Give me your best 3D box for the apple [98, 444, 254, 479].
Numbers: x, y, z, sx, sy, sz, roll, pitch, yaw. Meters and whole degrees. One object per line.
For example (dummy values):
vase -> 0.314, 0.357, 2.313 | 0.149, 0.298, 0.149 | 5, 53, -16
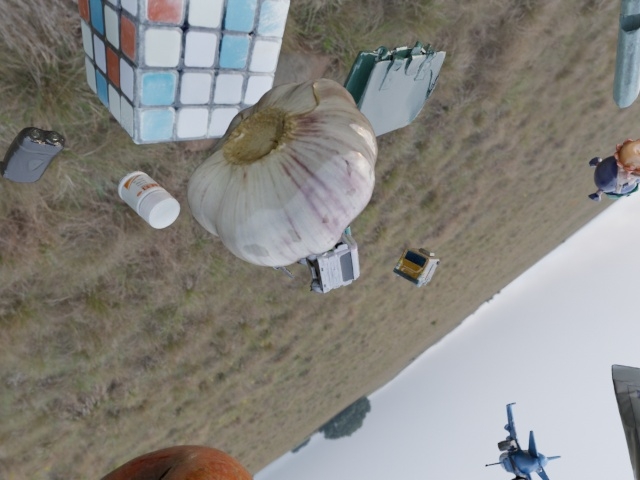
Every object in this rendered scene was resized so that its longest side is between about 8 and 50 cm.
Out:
apple -> -0.183, 0.384, 0.512 | 0.254, 0.253, 0.253 | -33, 161, -13

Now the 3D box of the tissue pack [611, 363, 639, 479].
tissue pack -> 0.336, 0.200, 0.370 | 0.193, 0.123, 0.026 | -60, 143, -44

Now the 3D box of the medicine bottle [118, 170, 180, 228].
medicine bottle -> -0.271, -0.065, 0.675 | 0.057, 0.089, 0.057 | -40, 153, -26

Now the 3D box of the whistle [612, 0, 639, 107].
whistle -> 0.771, -0.483, 1.059 | 0.062, 0.062, 0.312 | -34, 129, -11

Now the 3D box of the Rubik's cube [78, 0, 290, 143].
Rubik's cube -> -0.244, -0.342, 0.742 | 0.259, 0.253, 0.256 | -17, 139, -38

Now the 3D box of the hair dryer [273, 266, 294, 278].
hair dryer -> -0.113, 0.089, 1.348 | 0.026, 0.083, 0.047 | -42, -166, 24

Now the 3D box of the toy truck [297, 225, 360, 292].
toy truck -> 0.000, 0.000, 0.915 | 0.124, 0.253, 0.114 | -18, 123, -11

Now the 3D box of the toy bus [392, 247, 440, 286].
toy bus -> 0.294, 0.074, 1.289 | 0.182, 0.091, 0.103 | 5, 112, -65

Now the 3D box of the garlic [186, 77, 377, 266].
garlic -> -0.029, -0.066, 0.573 | 0.245, 0.245, 0.253 | -38, 147, 2

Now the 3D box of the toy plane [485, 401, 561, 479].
toy plane -> 0.479, 0.530, 1.023 | 0.105, 0.253, 0.271 | -8, 152, -7

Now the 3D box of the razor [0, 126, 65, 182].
razor -> -0.635, -0.186, 0.938 | 0.148, 0.054, 0.090 | -35, 161, 27

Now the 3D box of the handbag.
handbag -> 0.180, -0.386, 1.110 | 0.327, 0.089, 0.238 | -27, 154, -40

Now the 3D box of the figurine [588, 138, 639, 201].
figurine -> 0.685, -0.167, 0.966 | 0.195, 0.102, 0.111 | 54, 49, -66
